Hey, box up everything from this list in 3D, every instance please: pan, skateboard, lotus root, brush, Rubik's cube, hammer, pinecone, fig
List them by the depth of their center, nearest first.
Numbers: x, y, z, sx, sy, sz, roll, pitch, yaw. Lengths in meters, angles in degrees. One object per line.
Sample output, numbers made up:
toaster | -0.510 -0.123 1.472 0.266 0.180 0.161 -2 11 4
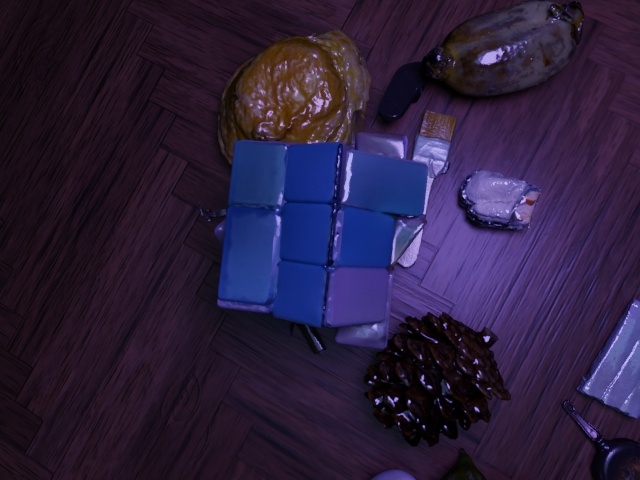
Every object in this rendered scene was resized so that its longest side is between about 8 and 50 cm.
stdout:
Rubik's cube | 0.000 0.000 0.878 0.358 0.368 0.387 8 91 9
fig | 0.266 0.457 0.899 0.117 0.177 0.117 14 127 20
pinecone | 0.205 0.248 0.904 0.272 0.224 0.224 -36 80 15
pan | 0.540 0.390 0.930 0.115 0.040 0.212 -38 81 -3
lotus root | 0.353 -0.380 0.985 0.309 0.173 0.173 -14 82 6
brush | 0.214 -0.106 1.039 0.085 0.020 0.336 15 87 9
hammer | -0.072 0.108 1.050 0.125 0.027 0.297 -29 80 8
skateboard | -0.229 -0.064 1.061 0.064 0.083 0.032 -13 82 5

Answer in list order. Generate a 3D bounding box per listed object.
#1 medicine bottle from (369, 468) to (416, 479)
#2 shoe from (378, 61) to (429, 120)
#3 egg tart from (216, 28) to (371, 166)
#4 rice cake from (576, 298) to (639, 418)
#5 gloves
medicine bottle | 0.189 0.594 0.908 0.130 0.130 0.341 -27 81 4
shoe | 0.177 -0.308 1.050 0.071 0.049 0.179 23 65 20
egg tart | -0.061 -0.272 1.031 0.352 0.153 0.339 -11 86 8
rice cake | 0.596 0.223 0.941 0.124 0.038 0.211 27 88 10
gloves | 0.354 -0.078 0.992 0.153 0.070 0.114 18 95 16
